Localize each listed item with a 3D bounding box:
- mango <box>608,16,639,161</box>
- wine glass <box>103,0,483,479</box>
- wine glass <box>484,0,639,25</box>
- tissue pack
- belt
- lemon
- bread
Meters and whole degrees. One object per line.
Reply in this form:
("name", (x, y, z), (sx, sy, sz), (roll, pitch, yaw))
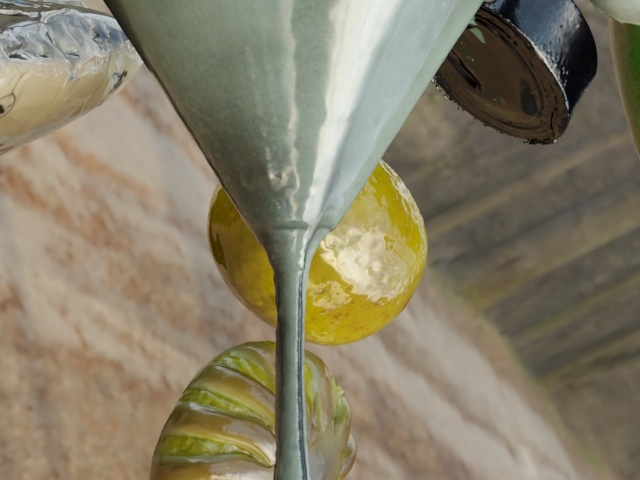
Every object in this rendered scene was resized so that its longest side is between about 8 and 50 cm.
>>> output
("mango", (0.376, -0.156, 1.632), (0.201, 0.225, 0.382), (-39, 132, -61))
("wine glass", (-0.021, 0.023, 1.098), (0.267, 0.267, 0.406), (35, 55, -75))
("wine glass", (0.190, -0.235, 1.309), (0.232, 0.156, 0.156), (-7, 68, -52))
("tissue pack", (-0.376, -0.136, 1.529), (0.390, 0.375, 0.195), (-21, 98, -71))
("belt", (0.157, -0.174, 1.546), (0.151, 0.078, 0.198), (11, -31, 39))
("lemon", (0.000, 0.000, 1.470), (0.207, 0.170, 0.170), (43, 18, -39))
("bread", (-0.048, 0.183, 1.390), (0.105, 0.213, 0.213), (12, -31, 38))
